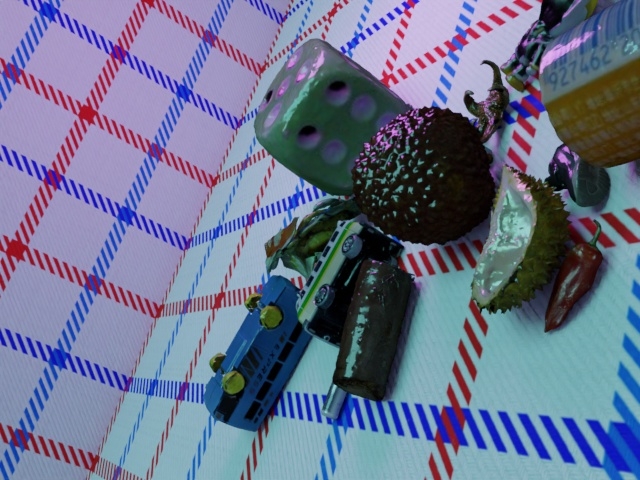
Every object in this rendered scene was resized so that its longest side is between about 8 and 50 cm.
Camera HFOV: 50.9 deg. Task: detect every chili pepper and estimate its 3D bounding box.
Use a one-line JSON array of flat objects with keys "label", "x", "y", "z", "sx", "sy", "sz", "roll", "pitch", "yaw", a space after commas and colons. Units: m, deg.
[{"label": "chili pepper", "x": 0.390, "y": 0.060, "z": 1.028, "sx": 0.059, "sy": 0.050, "sz": 0.191, "roll": -104, "pitch": 35, "yaw": -75}]

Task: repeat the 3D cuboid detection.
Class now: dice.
[{"label": "dice", "x": 0.027, "y": -0.328, "z": 1.822, "sx": 0.318, "sy": 0.322, "sz": 0.330, "roll": -53, "pitch": 27, "yaw": 16}]

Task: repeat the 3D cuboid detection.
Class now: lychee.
[{"label": "lychee", "x": 0.208, "y": -0.125, "z": 1.322, "sx": 0.304, "sy": 0.276, "sz": 0.276, "roll": -18, "pitch": 21, "yaw": -14}]

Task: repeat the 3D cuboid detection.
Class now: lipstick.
[{"label": "lipstick", "x": 0.042, "y": 0.313, "z": 1.446, "sx": 0.040, "sy": 0.040, "sz": 0.141, "roll": -6, "pitch": 59, "yaw": 61}]

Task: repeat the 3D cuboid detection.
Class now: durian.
[{"label": "durian", "x": 0.332, "y": 0.015, "z": 1.087, "sx": 0.183, "sy": 0.138, "sz": 0.250, "roll": 9, "pitch": 74, "yaw": 64}]

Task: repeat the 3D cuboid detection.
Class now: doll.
[{"label": "doll", "x": 0.474, "y": -0.448, "z": 1.346, "sx": 0.316, "sy": 0.103, "sz": 0.145, "roll": -56, "pitch": -2, "yaw": 34}]

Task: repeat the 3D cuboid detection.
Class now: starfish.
[{"label": "starfish", "x": 0.352, "y": -0.281, "z": 1.419, "sx": 0.146, "sy": 0.074, "sz": 0.190, "roll": 124, "pitch": 159, "yaw": -50}]

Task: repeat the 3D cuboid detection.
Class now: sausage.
[{"label": "sausage", "x": 0.494, "y": -0.253, "z": 0.951, "sx": 0.287, "sy": 0.233, "sz": 0.233, "roll": -26, "pitch": 42, "yaw": 52}]

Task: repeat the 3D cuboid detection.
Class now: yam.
[{"label": "yam", "x": 0.107, "y": 0.175, "z": 1.370, "sx": 0.131, "sy": 0.131, "sz": 0.280, "roll": -20, "pitch": 47, "yaw": 55}]

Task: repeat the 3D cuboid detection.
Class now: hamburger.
[{"label": "hamburger", "x": 0.004, "y": 0.002, "z": 1.707, "sx": 0.276, "sy": 0.150, "sz": 0.260, "roll": -33, "pitch": -7, "yaw": 27}]

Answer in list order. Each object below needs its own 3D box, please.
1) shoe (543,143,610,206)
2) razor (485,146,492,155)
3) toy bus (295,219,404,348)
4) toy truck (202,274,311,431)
[{"label": "shoe", "x": 0.422, "y": -0.111, "z": 1.133, "sx": 0.099, "sy": 0.071, "sz": 0.169, "roll": -38, "pitch": 29, "yaw": 46}, {"label": "razor", "x": 0.271, "y": -0.159, "z": 1.507, "sx": 0.278, "sy": 0.056, "sz": 0.111, "roll": -10, "pitch": 56, "yaw": 51}, {"label": "toy bus", "x": 0.053, "y": 0.093, "z": 1.550, "sx": 0.276, "sy": 0.133, "sz": 0.164, "roll": -60, "pitch": 25, "yaw": 0}, {"label": "toy truck", "x": -0.150, "y": 0.280, "z": 1.708, "sx": 0.385, "sy": 0.162, "sz": 0.161, "roll": -61, "pitch": 24, "yaw": -3}]
